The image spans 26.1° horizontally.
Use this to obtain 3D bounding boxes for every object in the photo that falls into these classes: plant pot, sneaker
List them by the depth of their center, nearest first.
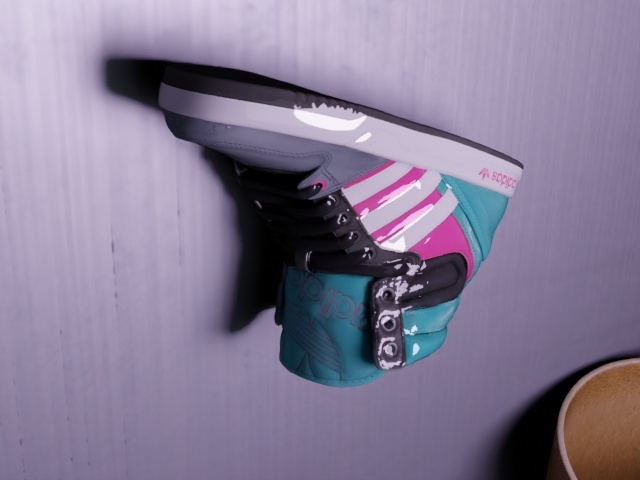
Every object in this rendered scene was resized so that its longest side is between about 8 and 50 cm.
[{"bbox_3d":[0.000,0.000,0.874,0.295,0.123,0.178,14,96,-44],"label":"sneaker"},{"bbox_3d":[0.287,0.273,1.210,0.237,0.237,0.254,-17,139,-31],"label":"plant pot"}]
